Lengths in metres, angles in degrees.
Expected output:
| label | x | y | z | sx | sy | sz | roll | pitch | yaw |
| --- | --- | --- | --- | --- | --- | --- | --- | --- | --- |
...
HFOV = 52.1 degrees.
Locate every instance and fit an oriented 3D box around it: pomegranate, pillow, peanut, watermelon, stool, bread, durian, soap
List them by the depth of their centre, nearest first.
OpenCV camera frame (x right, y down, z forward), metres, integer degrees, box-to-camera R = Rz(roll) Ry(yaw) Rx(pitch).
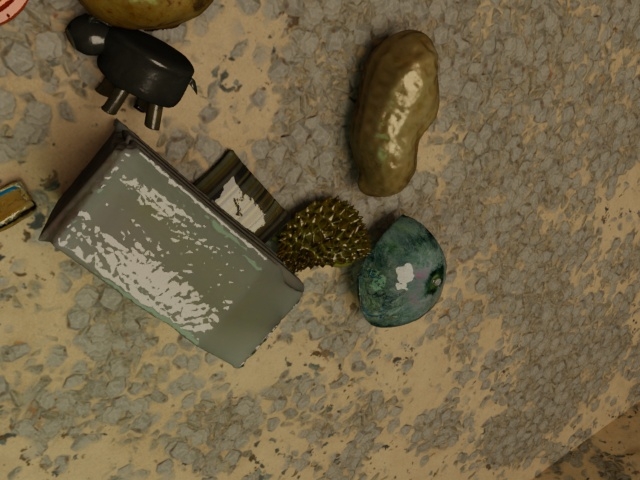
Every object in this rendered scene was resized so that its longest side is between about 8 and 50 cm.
| label | x | y | z | sx | sy | sz | roll | pitch | yaw |
| --- | --- | --- | --- | --- | --- | --- | --- | --- | --- |
| pomegranate | -0.286 | -0.458 | 1.052 | 0.261 | 0.260 | 0.260 | -15 | 119 | -27 |
| stool | -0.339 | -0.305 | 1.171 | 0.139 | 0.228 | 0.153 | -57 | 175 | 19 |
| bread | -0.574 | -0.057 | 1.182 | 0.106 | 0.053 | 0.072 | -32 | 103 | -20 |
| soap | -0.256 | 0.012 | 1.193 | 0.435 | 0.350 | 0.213 | 41 | 88 | -25 |
| pillow | -0.199 | -0.052 | 1.412 | 0.208 | 0.052 | 0.212 | -44 | 114 | -8 |
| peanut | 0.168 | -0.280 | 1.489 | 0.192 | 0.169 | 0.386 | -4 | 118 | -37 |
| durian | 0.000 | 0.000 | 1.542 | 0.306 | 0.166 | 0.172 | -28 | 88 | -34 |
| watermelon | 0.213 | 0.117 | 1.668 | 0.188 | 0.175 | 0.321 | -47 | 137 | -45 |

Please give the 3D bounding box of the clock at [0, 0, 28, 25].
| label | x | y | z | sx | sy | sz | roll | pitch | yaw |
| --- | --- | --- | --- | --- | --- | --- | --- | --- | --- |
| clock | -0.551 | -0.431 | 1.014 | 0.205 | 0.051 | 0.205 | -15 | 121 | -27 |
